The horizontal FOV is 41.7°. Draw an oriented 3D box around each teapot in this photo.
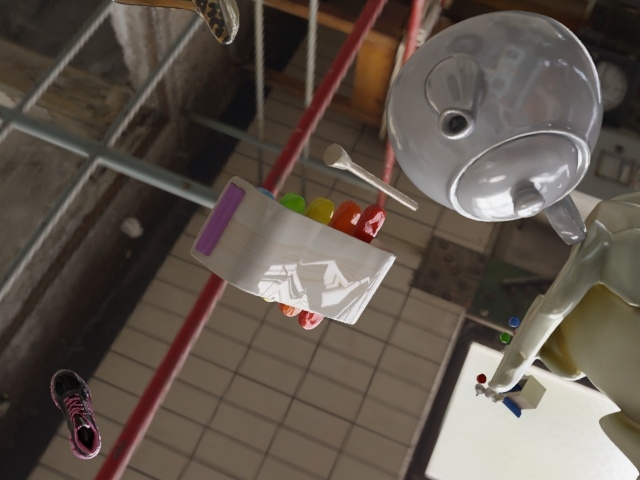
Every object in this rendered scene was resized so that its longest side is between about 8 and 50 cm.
[{"bbox_3d":[0.201,-0.104,0.909,0.252,0.256,0.187,105,-24,-54],"label":"teapot"}]

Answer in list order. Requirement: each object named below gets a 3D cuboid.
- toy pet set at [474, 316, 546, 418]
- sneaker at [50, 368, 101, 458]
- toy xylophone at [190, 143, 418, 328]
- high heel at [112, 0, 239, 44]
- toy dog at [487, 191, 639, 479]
[{"bbox_3d":[0.277,0.197,1.246,0.122,0.114,0.065,-51,-167,-26],"label":"toy pet set"},{"bbox_3d":[-0.305,0.219,1.059,0.047,0.119,0.057,-21,180,-20],"label":"sneaker"},{"bbox_3d":[0.000,0.000,1.108,0.236,0.081,0.323,-53,138,2],"label":"toy xylophone"},{"bbox_3d":[-0.232,-0.363,1.328,0.093,0.186,0.261,51,14,-54],"label":"high heel"},{"bbox_3d":[0.487,0.150,1.107,0.395,0.408,0.284,-46,164,-43],"label":"toy dog"}]
